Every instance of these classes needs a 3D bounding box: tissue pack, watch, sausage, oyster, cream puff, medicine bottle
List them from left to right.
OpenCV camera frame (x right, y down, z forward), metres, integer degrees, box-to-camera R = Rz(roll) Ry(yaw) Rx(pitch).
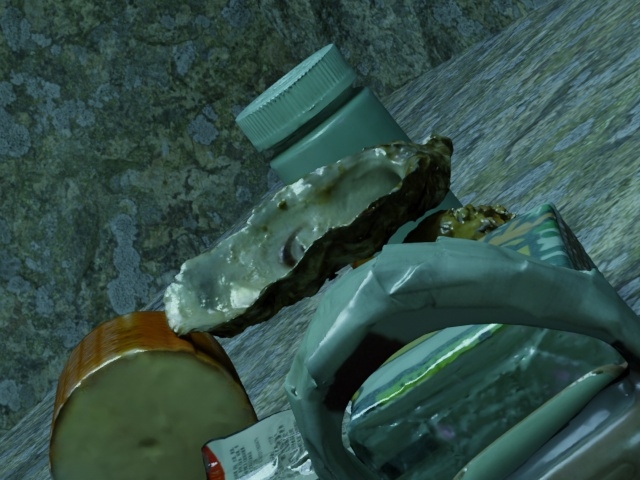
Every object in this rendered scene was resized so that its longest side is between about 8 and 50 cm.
[{"bbox_3d":[-0.187,0.209,1.928,0.233,0.233,0.287,-38,8,-3],"label":"sausage"},{"bbox_3d":[0.020,-0.004,1.844,0.396,0.111,0.204,-34,18,-15],"label":"oyster"},{"bbox_3d":[0.053,-0.072,2.124,0.158,0.318,0.158,-38,9,7],"label":"medicine bottle"},{"bbox_3d":[0.145,0.032,1.860,0.189,0.129,0.189,-40,9,8],"label":"cream puff"},{"bbox_3d":[0.109,0.106,1.259,0.253,0.241,0.162,-37,7,0],"label":"watch"},{"bbox_3d":[0.145,0.097,1.521,0.228,0.128,0.311,-33,10,11],"label":"tissue pack"}]

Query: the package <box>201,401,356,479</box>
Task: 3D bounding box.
[{"bbox_3d":[-0.008,0.201,1.718,0.232,0.040,0.166,-28,25,5],"label":"package"}]
